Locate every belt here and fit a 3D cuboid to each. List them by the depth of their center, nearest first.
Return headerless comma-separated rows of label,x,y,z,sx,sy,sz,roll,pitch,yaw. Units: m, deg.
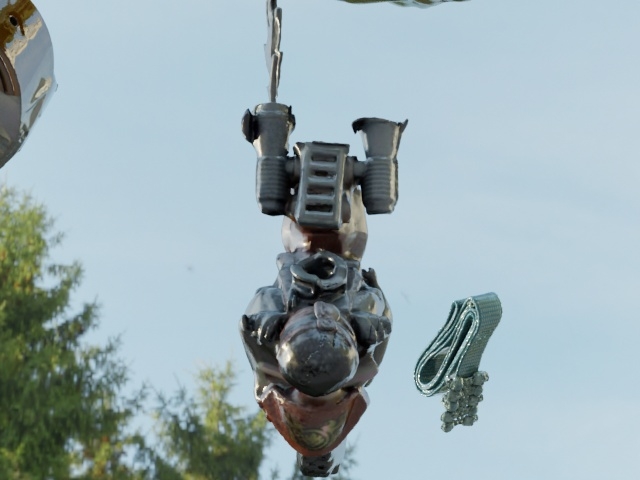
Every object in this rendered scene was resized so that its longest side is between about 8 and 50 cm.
belt,-0.399,-0.179,1.062,0.184,0.105,0.261,24,-45,-10
belt,0.180,0.146,1.184,0.065,0.100,0.179,-7,-45,-31

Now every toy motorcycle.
toy motorcycle,0.000,0.000,0.776,0.134,0.207,0.401,3,-95,4

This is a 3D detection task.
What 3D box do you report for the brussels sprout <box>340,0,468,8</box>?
brussels sprout,0.064,-0.370,0.964,0.316,0.274,0.243,30,-53,14
